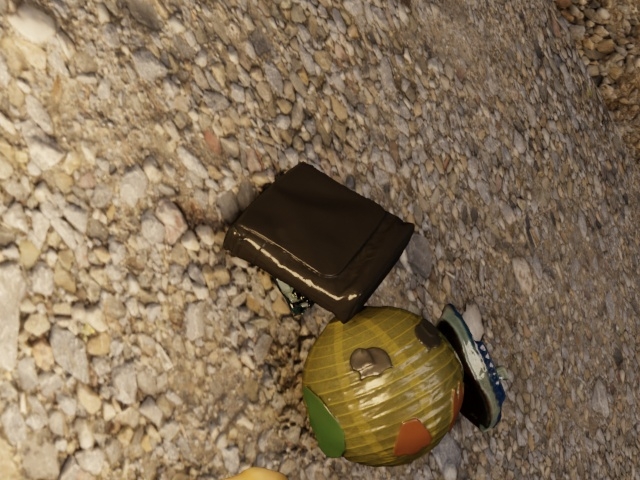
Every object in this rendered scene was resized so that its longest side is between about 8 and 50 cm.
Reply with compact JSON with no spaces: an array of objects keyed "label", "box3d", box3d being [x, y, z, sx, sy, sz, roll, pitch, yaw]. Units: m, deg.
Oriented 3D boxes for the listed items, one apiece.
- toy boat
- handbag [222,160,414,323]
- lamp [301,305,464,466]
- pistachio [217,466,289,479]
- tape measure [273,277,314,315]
[{"label":"toy boat","box3d":[0.283,0.234,1.908,0.115,0.114,0.262,-48,118,-35]},{"label":"handbag","box3d":[0.000,0.000,1.510,0.247,0.223,0.080,-48,165,-51]},{"label":"lamp","box3d":[0.081,0.191,1.521,0.250,0.250,0.284,-27,92,-55]},{"label":"pistachio","box3d":[-0.096,0.434,1.223,0.238,0.229,0.321,82,17,-76]},{"label":"tape measure","box3d":[-0.028,0.056,1.551,0.091,0.054,0.094,-31,100,-50]}]
